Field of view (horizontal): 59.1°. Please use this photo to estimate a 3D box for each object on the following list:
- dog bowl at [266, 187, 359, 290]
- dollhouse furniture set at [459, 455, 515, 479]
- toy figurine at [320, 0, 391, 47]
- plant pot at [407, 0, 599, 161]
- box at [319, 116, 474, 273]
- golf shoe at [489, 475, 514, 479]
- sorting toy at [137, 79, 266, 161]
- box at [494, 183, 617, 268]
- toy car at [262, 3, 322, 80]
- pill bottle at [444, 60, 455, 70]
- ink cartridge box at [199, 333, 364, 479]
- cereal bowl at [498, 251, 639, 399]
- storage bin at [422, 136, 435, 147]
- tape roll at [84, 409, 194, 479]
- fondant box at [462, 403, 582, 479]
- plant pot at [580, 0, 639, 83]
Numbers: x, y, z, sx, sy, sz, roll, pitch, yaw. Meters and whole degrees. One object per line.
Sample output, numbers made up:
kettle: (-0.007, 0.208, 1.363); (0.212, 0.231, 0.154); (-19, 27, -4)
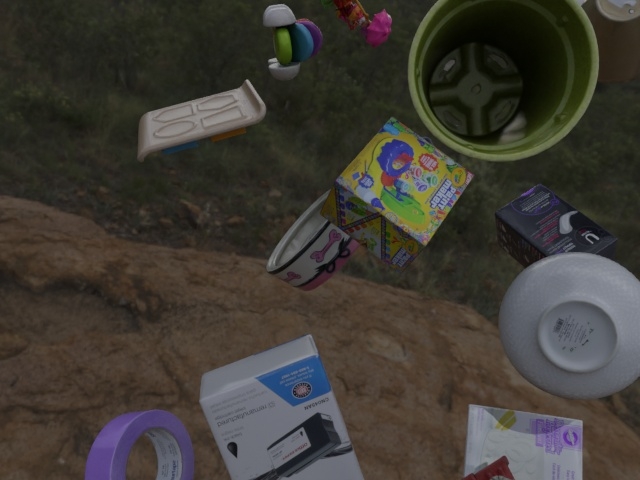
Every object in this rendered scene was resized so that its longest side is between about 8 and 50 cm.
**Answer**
dog bowl: (0.000, 0.000, 1.947); (0.150, 0.408, 0.408); (43, 23, -14)
dollhouse furniture set: (0.391, 0.624, 1.033); (0.201, 0.152, 0.374); (42, 20, -41)
toy figurine: (0.093, -0.518, 1.307); (0.159, 0.130, 0.173); (52, -13, -8)
plant pot: (0.281, -0.270, 0.960); (0.276, 0.276, 0.254); (19, 8, 3)
box: (0.205, -0.123, 1.525); (0.279, 0.177, 0.290); (36, 60, 5)
golf shoe: (0.323, 0.448, 0.885); (0.176, 0.086, 0.069); (43, 64, 15)
sorting toy: (-0.197, -0.194, 0.921); (0.208, 0.038, 0.193); (-21, 32, -5)
box: (0.617, 0.003, 1.500); (0.165, 0.143, 0.270); (-32, 46, -6)
toy car: (-0.064, -0.479, 1.354); (0.136, 0.159, 0.182); (-7, 28, -3)
pill bottle: (0.399, -0.552, 1.654); (0.067, 0.067, 0.120); (28, 55, 21)
ink cartridge box: (-0.081, 0.468, 1.338); (0.285, 0.395, 0.166); (-20, 11, -5)
cereal bowl: (0.569, 0.199, 1.259); (0.339, 0.339, 0.141); (26, 13, 17)
storage bin: (0.409, -0.326, 2.226); (0.098, 0.091, 0.135); (-12, 63, -11)
tape roll: (-0.436, 0.562, 1.390); (0.090, 0.275, 0.275); (-15, 13, 27)
fondant box: (0.605, 0.641, 1.702); (0.330, 0.238, 0.096); (4, -21, 15)
plant pot: (0.755, -0.560, 1.414); (0.256, 0.257, 0.274); (30, 11, 24)
